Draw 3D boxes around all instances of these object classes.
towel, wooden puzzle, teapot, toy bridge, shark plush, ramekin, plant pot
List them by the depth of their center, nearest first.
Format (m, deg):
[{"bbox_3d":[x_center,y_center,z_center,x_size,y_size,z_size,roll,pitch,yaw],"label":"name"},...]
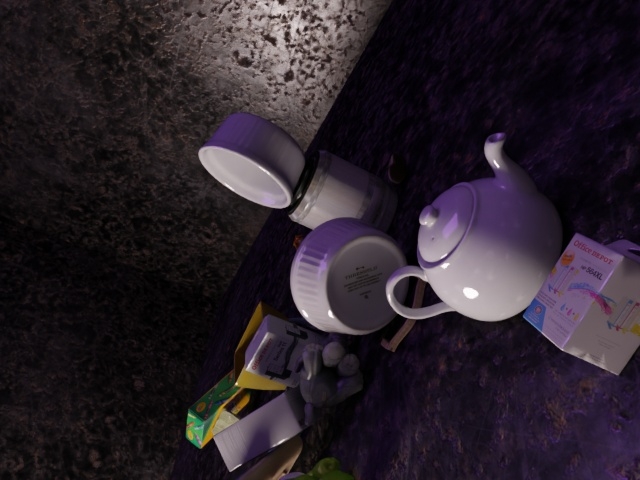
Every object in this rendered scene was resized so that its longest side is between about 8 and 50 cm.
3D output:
[{"bbox_3d":[0.241,0.001,0.848,0.252,0.186,0.256,-31,38,66],"label":"teapot"},{"bbox_3d":[0.188,0.151,1.115,0.188,0.026,0.063,-65,17,2],"label":"toy bridge"},{"bbox_3d":[0.077,0.087,1.168,0.127,0.272,0.273,12,79,64],"label":"ramekin"},{"bbox_3d":[-0.195,0.658,1.261,0.348,0.080,0.322,-66,-19,9],"label":"wooden puzzle"},{"bbox_3d":[-0.175,-0.218,1.409,0.135,0.277,0.277,-62,13,-18],"label":"ramekin"},{"bbox_3d":[-0.007,0.214,1.485,0.073,0.161,0.067,-74,-19,-65],"label":"shark plush"},{"bbox_3d":[-0.147,0.353,1.655,0.212,0.187,0.212,-63,15,10],"label":"plant pot"},{"bbox_3d":[-0.304,0.667,1.827,0.110,0.148,0.027,-66,-15,2],"label":"towel"}]

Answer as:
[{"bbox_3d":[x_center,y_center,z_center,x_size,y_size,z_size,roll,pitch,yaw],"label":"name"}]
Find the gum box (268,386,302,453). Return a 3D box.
[{"bbox_3d":[-0.103,0.537,1.502,0.157,0.041,0.184,-65,16,7],"label":"gum box"}]

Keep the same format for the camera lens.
[{"bbox_3d":[0.055,-0.116,1.501,0.219,0.274,0.219,-57,17,29],"label":"camera lens"}]

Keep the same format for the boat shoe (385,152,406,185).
[{"bbox_3d":[0.216,-0.198,1.514,0.049,0.056,0.152,-61,5,37],"label":"boat shoe"}]

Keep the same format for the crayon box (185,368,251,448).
[{"bbox_3d":[-0.371,0.610,1.929,0.278,0.081,0.166,-37,-31,-48],"label":"crayon box"}]

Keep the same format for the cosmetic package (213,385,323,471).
[{"bbox_3d":[-0.127,0.456,1.275,0.238,0.107,0.127,-38,-17,16],"label":"cosmetic package"}]

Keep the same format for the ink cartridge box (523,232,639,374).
[{"bbox_3d":[0.332,0.064,0.617,0.143,0.089,0.092,-63,15,12],"label":"ink cartridge box"}]

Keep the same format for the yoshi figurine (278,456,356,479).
[{"bbox_3d":[-0.017,0.545,1.043,0.203,0.204,0.362,-31,-20,-28],"label":"yoshi figurine"}]

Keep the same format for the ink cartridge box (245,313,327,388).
[{"bbox_3d":[-0.089,0.320,1.461,0.153,0.208,0.087,-61,16,21],"label":"ink cartridge box"}]

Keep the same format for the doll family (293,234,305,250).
[{"bbox_3d":[0.000,0.000,1.733,0.263,0.163,0.118,-70,15,-13],"label":"doll family"}]

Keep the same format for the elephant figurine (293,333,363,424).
[{"bbox_3d":[0.021,0.302,1.282,0.239,0.185,0.170,-125,16,-85],"label":"elephant figurine"}]
